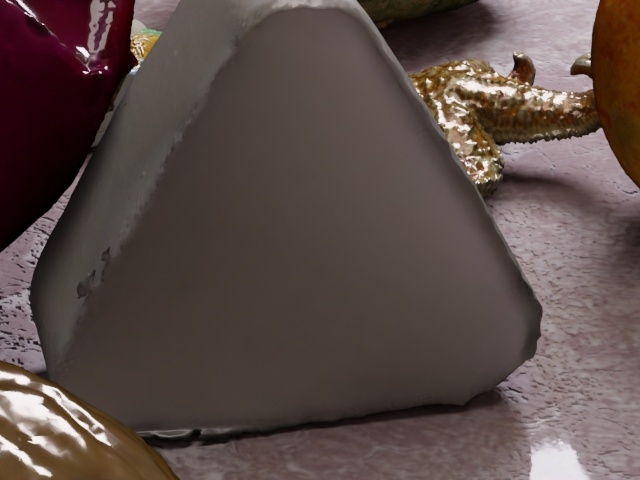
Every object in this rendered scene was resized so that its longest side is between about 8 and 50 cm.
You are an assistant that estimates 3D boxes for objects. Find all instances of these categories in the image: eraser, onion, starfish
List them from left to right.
[{"bbox_3d":[-0.356,-0.141,1.348,0.420,0.398,0.398,21,17,-29],"label":"onion"},{"bbox_3d":[0.000,0.000,1.314,0.331,0.331,0.150,-5,26,-11],"label":"eraser"},{"bbox_3d":[0.086,-0.118,1.655,0.303,0.113,0.312,26,39,38],"label":"starfish"}]

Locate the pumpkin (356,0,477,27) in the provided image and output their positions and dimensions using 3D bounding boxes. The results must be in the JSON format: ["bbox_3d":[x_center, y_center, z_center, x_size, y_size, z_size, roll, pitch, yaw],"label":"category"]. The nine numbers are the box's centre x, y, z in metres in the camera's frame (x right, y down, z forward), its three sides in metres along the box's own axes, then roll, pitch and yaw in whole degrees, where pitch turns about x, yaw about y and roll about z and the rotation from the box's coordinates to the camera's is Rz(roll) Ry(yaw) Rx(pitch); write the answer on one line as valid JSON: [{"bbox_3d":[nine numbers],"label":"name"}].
[{"bbox_3d":[0.043,-0.332,1.909,0.291,0.257,0.327,30,44,33],"label":"pumpkin"}]

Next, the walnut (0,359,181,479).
[{"bbox_3d":[-0.187,0.194,0.830,0.332,0.333,0.333,1,27,0],"label":"walnut"}]

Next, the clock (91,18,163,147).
[{"bbox_3d":[-0.224,-0.144,1.699,0.231,0.103,0.144,-12,38,-21],"label":"clock"}]

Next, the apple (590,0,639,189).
[{"bbox_3d":[0.357,-0.142,1.513,0.299,0.299,0.275,4,22,6],"label":"apple"}]
